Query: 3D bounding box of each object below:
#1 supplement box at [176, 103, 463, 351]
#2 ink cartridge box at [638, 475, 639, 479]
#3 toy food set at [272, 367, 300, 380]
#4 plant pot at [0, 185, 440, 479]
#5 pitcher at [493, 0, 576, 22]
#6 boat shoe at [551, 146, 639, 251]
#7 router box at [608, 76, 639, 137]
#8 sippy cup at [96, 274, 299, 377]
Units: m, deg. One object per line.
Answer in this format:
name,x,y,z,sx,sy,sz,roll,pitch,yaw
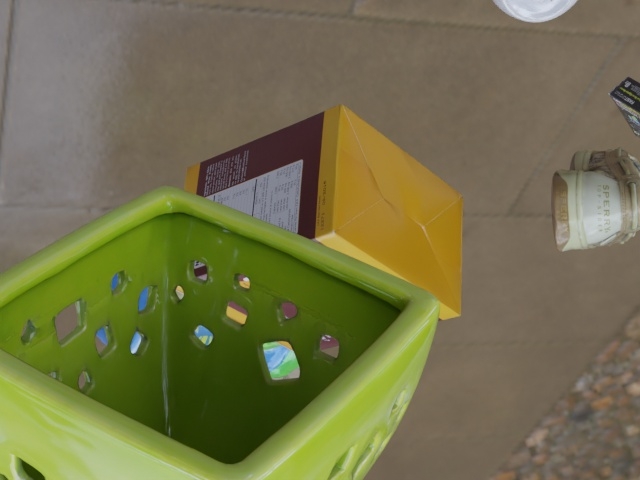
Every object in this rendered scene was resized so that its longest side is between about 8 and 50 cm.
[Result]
supplement box,0.000,0.000,1.103,0.194,0.129,0.191,-18,145,36
ink cartridge box,0.468,0.272,1.038,0.384,0.279,0.160,-16,113,39
toy food set,-0.095,0.227,1.964,0.092,0.306,0.219,-10,173,28
plant pot,-0.084,0.124,0.743,0.227,0.228,0.207,-37,143,-48
pitcher,0.262,-0.363,1.375,0.125,0.207,0.178,22,131,-12
boat shoe,0.297,-0.038,1.202,0.089,0.105,0.285,-3,-171,21
router box,0.456,-0.161,1.609,0.038,0.122,0.092,-43,126,2
sippy cup,-0.146,0.055,1.424,0.224,0.240,0.305,-2,158,-36
